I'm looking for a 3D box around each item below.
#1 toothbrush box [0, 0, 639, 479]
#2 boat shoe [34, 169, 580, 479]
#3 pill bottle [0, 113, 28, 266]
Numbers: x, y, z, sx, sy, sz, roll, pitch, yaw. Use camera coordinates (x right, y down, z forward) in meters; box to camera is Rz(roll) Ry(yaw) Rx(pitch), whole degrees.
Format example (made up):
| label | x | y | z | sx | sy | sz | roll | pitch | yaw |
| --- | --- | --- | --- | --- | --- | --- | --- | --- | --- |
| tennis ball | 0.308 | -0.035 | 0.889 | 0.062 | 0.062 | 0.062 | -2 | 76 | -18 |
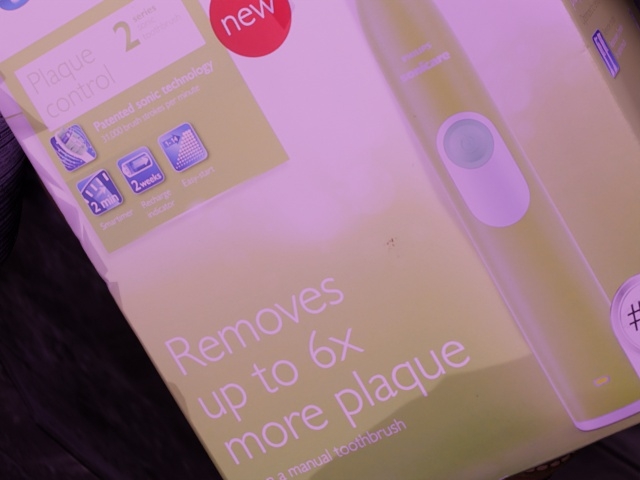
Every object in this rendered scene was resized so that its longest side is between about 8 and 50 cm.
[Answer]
| label | x | y | z | sx | sy | sz | roll | pitch | yaw |
| --- | --- | --- | --- | --- | --- | --- | --- | --- | --- |
| toothbrush box | 0.013 | -0.050 | 0.661 | 0.206 | 0.122 | 0.283 | -26 | 98 | 22 |
| boat shoe | 0.000 | 0.000 | 0.821 | 0.307 | 0.111 | 0.104 | 35 | 139 | 10 |
| pill bottle | -0.224 | -0.084 | 0.982 | 0.130 | 0.130 | 0.246 | 42 | 144 | 18 |
